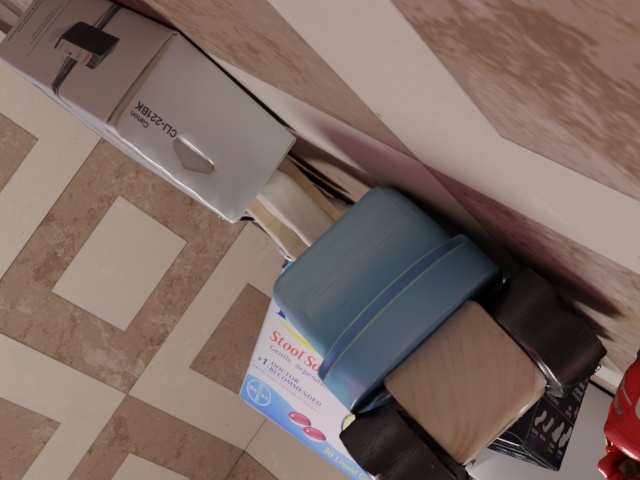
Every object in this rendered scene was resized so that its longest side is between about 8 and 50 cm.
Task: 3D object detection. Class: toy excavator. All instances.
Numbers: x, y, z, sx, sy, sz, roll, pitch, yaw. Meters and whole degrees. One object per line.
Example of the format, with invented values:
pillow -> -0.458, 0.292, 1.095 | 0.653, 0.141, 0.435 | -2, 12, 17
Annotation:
toy excavator -> 0.046, 0.035, 1.177 | 0.445, 0.222, 0.433 | 48, 180, 14

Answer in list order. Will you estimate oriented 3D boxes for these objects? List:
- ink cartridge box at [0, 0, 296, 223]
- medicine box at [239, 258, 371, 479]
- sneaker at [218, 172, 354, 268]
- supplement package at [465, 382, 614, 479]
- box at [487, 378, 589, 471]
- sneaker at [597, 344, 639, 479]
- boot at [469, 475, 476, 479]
ink cartridge box -> -0.184, -0.149, 1.214 | 0.273, 0.114, 0.197 | 32, 175, 47
medicine box -> 0.057, 0.161, 1.640 | 0.263, 0.289, 0.149 | 33, -140, 18
sneaker -> 0.000, 0.000, 1.477 | 0.281, 0.115, 0.105 | 33, 176, 16
supplement package -> 0.354, 0.311, 1.674 | 0.198, 0.199, 0.262 | 33, 176, 29
box -> 0.164, 0.149, 1.347 | 0.247, 0.142, 0.163 | 16, 167, 30
sneaker -> 0.272, 0.152, 0.954 | 0.107, 0.118, 0.279 | 34, 176, 27
boot -> 0.213, 0.278, 1.895 | 0.236, 0.089, 0.269 | 60, -158, -25
